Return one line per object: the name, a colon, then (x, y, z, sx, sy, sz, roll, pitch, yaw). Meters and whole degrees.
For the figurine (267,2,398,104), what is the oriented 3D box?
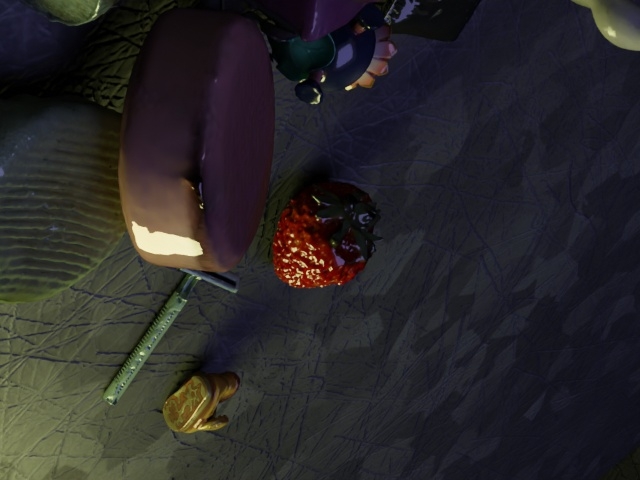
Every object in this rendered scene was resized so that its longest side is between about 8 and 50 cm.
figurine: (0.020, -0.200, 1.438, 0.111, 0.102, 0.195, -58, 166, 17)

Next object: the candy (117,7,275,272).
candy: (-0.110, -0.089, 1.333, 0.255, 0.094, 0.255, 6, 90, -79)

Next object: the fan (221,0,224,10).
fan: (-0.088, -0.249, 1.381, 0.060, 0.003, 0.080, -45, 151, -3)

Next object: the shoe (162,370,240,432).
shoe: (-0.143, 0.201, 1.784, 0.069, 0.072, 0.109, -12, 135, -40)

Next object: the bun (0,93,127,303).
bun: (-0.263, -0.042, 1.293, 0.221, 0.108, 0.221, -36, 143, -34)

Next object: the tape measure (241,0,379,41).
tape measure: (0.033, -0.319, 1.287, 0.245, 0.149, 0.231, -32, 149, -41)

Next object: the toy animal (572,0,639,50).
toy animal: (0.376, -0.331, 1.726, 0.193, 0.178, 0.127, -28, 143, -35)

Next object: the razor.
razor: (-0.185, 0.103, 1.658, 0.084, 0.036, 0.211, 27, 111, -36)

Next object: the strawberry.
strawberry: (-0.001, -0.007, 1.699, 0.131, 0.148, 0.131, 6, 81, -42)

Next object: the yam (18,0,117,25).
yam: (-0.121, -0.312, 1.133, 0.330, 0.133, 0.133, -45, 151, -9)

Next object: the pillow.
pillow: (0.148, -0.309, 1.570, 0.141, 0.055, 0.208, -1, 127, -45)
